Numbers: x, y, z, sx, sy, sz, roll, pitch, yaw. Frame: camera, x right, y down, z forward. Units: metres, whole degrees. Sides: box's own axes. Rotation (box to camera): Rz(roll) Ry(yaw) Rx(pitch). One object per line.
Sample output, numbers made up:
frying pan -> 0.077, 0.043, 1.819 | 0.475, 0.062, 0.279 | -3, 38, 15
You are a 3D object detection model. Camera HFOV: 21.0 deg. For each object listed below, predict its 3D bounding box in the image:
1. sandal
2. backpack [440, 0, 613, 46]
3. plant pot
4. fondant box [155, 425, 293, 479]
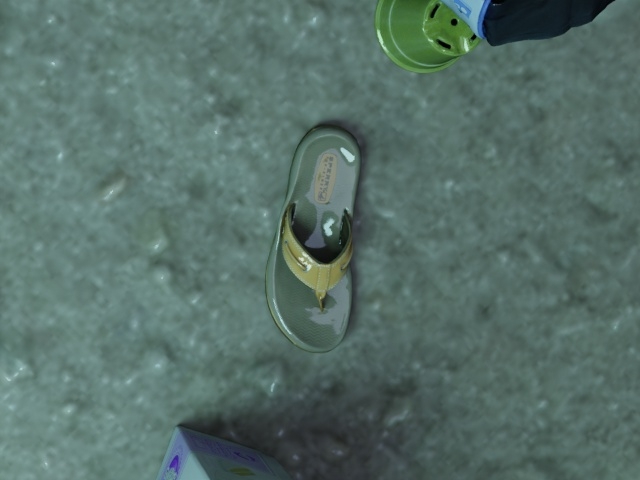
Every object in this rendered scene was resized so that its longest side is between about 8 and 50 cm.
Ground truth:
sandal -> 0.000, 0.000, 1.349 | 0.072, 0.049, 0.180 | 7, 96, -15
backpack -> 0.153, -0.283, 1.225 | 0.213, 0.276, 0.263 | 31, 63, 14
plant pot -> 0.092, -0.170, 1.334 | 0.083, 0.079, 0.083 | -2, 97, -14
fondant box -> -0.106, 0.326, 1.270 | 0.096, 0.238, 0.330 | 21, 92, -15
